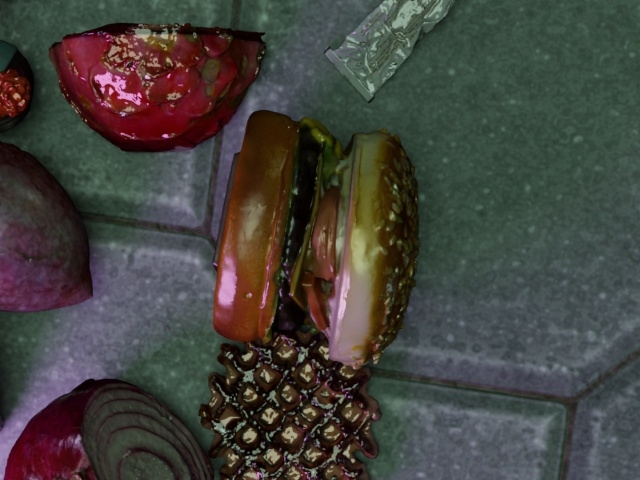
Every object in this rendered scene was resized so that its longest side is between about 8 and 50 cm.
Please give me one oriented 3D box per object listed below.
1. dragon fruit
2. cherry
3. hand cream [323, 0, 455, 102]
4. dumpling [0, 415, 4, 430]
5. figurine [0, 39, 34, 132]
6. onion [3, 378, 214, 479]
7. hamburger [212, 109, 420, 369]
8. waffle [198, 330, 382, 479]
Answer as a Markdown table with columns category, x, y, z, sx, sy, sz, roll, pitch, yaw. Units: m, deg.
| category | x | y | z | sx | sy | sz | roll | pitch | yaw |
| --- | --- | --- | --- | --- | --- | --- | --- | --- | --- |
| dragon fruit | -0.192 | -0.185 | 1.535 | 0.261 | 0.163 | 0.189 | -6 | 119 | 4 |
| cherry | -0.370 | -0.007 | 1.530 | 0.249 | 0.192 | 0.175 | 40 | 121 | -9 |
| hand cream | 0.118 | -0.285 | 1.549 | 0.084 | 0.050 | 0.257 | 45 | 97 | -1 |
| dumpling | -0.509 | 0.164 | 1.501 | 0.242 | 0.187 | 0.318 | -25 | 120 | -9 |
| figurine | -0.456 | -0.157 | 1.551 | 0.245 | 0.138 | 0.110 | -20 | 132 | 6 |
| onion | -0.275 | 0.286 | 1.519 | 0.207 | 0.216 | 0.206 | -41 | 77 | 20 |
| hamburger | 0.000 | 0.000 | 1.457 | 0.225 | 0.291 | 0.291 | 8 | 92 | -1 |
| waffle | -0.036 | 0.211 | 1.572 | 0.221 | 0.055 | 0.234 | -5 | 96 | 3 |
